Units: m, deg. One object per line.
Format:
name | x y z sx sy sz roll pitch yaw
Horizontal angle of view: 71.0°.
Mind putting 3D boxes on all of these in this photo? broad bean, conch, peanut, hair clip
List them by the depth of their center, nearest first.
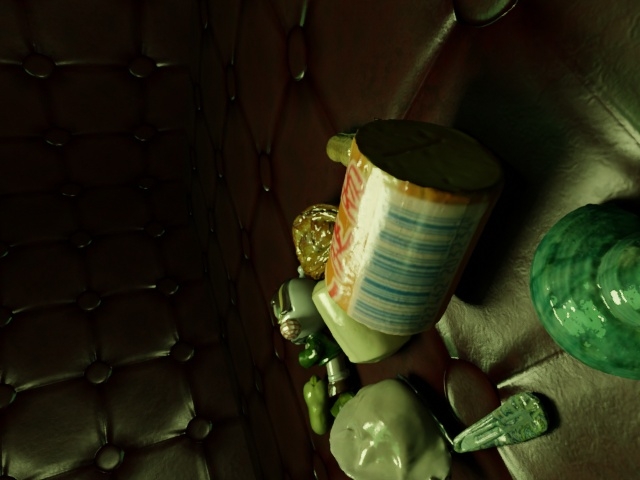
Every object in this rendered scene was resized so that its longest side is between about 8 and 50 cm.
conch | 0.322 0.049 0.479 0.202 0.134 0.196 -29 74 65
hair clip | 0.297 0.311 0.746 0.066 0.036 0.229 62 144 26
peanut | 0.064 -0.205 1.023 0.174 0.080 0.080 -146 51 -62
broad bean | 0.069 0.472 1.278 0.213 0.048 0.070 118 141 -60
broad bean | -0.008 0.507 1.396 0.124 0.082 0.174 -64 -29 -74

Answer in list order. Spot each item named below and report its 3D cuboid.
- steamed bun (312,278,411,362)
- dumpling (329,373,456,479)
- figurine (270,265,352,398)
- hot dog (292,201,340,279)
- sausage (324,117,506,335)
steamed bun | 0.102 0.161 1.000 0.225 0.171 0.200 60 -175 5
dumpling | 0.140 0.377 0.913 0.293 0.205 0.163 -132 51 -63
figurine | -0.021 0.257 1.273 0.369 0.167 0.281 63 -172 15
hot dog | -0.003 0.001 1.189 0.259 0.114 0.175 -52 53 59
sausage | 0.139 -0.020 0.737 0.233 0.233 0.287 -124 33 -43
